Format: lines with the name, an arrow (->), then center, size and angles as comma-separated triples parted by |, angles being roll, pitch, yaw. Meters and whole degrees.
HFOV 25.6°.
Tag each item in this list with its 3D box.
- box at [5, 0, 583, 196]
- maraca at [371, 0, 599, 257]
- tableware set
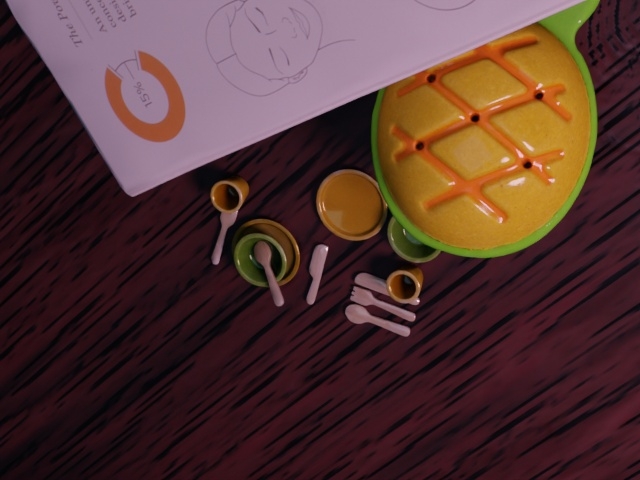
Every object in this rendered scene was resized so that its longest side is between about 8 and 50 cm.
box -> 0.009, -0.189, 0.656 | 0.345, 0.168, 0.215 | -19, 106, 42
maraca -> 0.095, -0.083, 0.799 | 0.127, 0.099, 0.185 | 9, 88, 9
tableware set -> 0.000, 0.000, 0.905 | 0.154, 0.024, 0.104 | 21, 116, 12
